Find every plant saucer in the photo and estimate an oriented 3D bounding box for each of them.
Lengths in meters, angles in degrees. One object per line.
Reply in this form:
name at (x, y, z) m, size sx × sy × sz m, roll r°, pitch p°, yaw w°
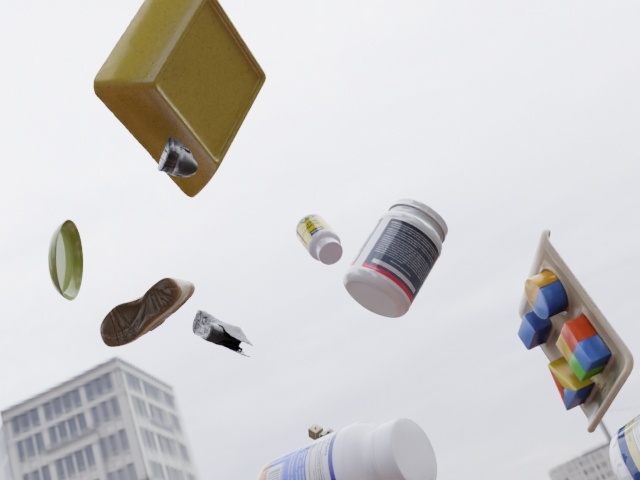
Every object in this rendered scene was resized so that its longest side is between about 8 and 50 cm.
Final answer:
plant saucer at (-0.227, -0.299, 1.527) m, size 0.081 × 0.333 × 0.333 m, roll 7°, pitch -29°, yaw 33°
plant saucer at (-0.752, 0.058, 2.405) m, size 0.037 × 0.241 × 0.241 m, roll -2°, pitch -28°, yaw 2°

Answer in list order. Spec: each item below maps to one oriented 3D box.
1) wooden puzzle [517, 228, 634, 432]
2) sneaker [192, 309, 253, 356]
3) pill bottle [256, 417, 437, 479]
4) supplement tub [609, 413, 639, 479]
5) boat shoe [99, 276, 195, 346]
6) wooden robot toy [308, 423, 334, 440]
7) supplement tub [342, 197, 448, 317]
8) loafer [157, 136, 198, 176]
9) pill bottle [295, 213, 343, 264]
wooden puzzle at (0.499, 0.198, 1.703) m, size 0.080 × 0.348 × 0.322 m, roll -18°, pitch -33°, yaw -8°
sneaker at (-0.202, 0.190, 1.674) m, size 0.089 × 0.170 × 0.051 m, roll 20°, pitch -88°, yaw -24°
pill bottle at (0.040, 0.370, 1.261) m, size 0.272 × 0.152 × 0.152 m, roll -31°, pitch -28°, yaw 31°
supplement tub at (0.635, 0.308, 1.256) m, size 0.228 × 0.228 × 0.316 m, roll 9°, pitch -49°, yaw -45°
boat shoe at (-0.519, 0.222, 2.459) m, size 0.341 × 0.122 × 0.110 m, roll -30°, pitch -15°, yaw 23°
wooden robot toy at (0.022, 0.506, 1.949) m, size 0.079 × 0.173 × 0.076 m, roll -27°, pitch -38°, yaw -36°
supplement tub at (0.197, 0.045, 2.118) m, size 0.272 × 0.191 × 0.191 m, roll -56°, pitch -17°, yaw -24°
loafer at (-0.234, -0.135, 1.372) m, size 0.061 × 0.170 × 0.062 m, roll 23°, pitch -86°, yaw -8°
pill bottle at (0.000, 0.000, 1.532) m, size 0.065 × 0.116 × 0.065 m, roll -9°, pitch -62°, yaw -18°
